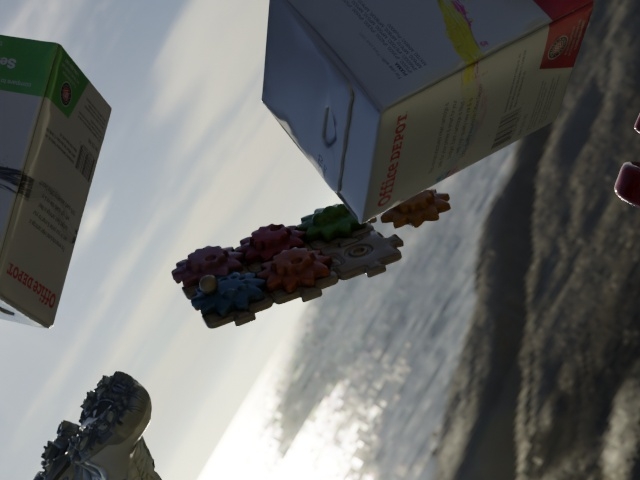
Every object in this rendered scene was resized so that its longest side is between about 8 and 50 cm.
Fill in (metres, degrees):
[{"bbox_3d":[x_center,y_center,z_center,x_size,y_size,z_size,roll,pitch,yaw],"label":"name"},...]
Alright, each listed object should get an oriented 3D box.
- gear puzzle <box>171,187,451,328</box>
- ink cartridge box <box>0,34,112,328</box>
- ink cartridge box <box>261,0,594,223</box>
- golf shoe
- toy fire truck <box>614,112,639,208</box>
[{"bbox_3d":[0.000,0.000,1.579,0.175,0.339,0.044,-134,28,-59],"label":"gear puzzle"},{"bbox_3d":[-0.355,-0.064,1.567,0.211,0.122,0.289,65,-144,-73],"label":"ink cartridge box"},{"bbox_3d":[0.066,-0.123,0.916,0.176,0.127,0.128,-29,-26,-22],"label":"ink cartridge box"},{"bbox_3d":[-0.140,0.150,0.968,0.176,0.086,0.069,-43,23,53],"label":"golf shoe"},{"bbox_3d":[0.476,-0.079,1.420,0.302,0.254,0.169,38,115,56],"label":"toy fire truck"}]
